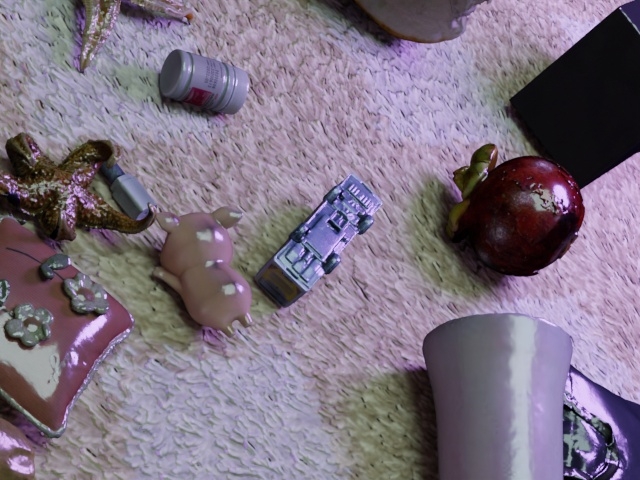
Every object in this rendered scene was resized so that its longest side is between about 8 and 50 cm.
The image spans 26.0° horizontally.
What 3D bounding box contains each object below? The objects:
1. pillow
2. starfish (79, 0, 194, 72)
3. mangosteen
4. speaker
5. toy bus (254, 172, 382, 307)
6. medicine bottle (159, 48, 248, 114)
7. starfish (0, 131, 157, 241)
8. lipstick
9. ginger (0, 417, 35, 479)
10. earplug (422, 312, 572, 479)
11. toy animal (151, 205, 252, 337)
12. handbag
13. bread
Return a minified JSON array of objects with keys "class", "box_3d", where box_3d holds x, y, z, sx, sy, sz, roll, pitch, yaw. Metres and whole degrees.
[{"class":"pillow","box_3d":[-0.271,0.075,1.300,0.171,0.075,0.179,38,43,-8]},{"class":"starfish","box_3d":[-0.233,-0.297,1.640,0.138,0.050,0.247,52,44,3]},{"class":"mangosteen","box_3d":[0.244,-0.040,1.775,0.180,0.166,0.166,29,38,18]},{"class":"speaker","box_3d":[0.451,-0.224,2.023,0.184,0.232,0.254,54,37,6]},{"class":"toy bus","box_3d":[0.000,0.000,1.586,0.064,0.075,0.190,44,42,-2]},{"class":"medicine bottle","box_3d":[-0.136,-0.185,1.626,0.091,0.058,0.058,13,52,-33]},{"class":"starfish","box_3d":[-0.267,-0.051,1.397,0.190,0.074,0.146,5,50,-39]},{"class":"lipstick","box_3d":[-0.219,-0.068,1.493,0.107,0.025,0.025,50,41,12]},{"class":"ginger","box_3d":[-0.328,0.156,1.196,0.190,0.069,0.095,45,46,-5]},{"class":"earplug","box_3d":[0.193,0.248,1.511,0.172,0.172,0.301,22,54,-26]},{"class":"toy animal","box_3d":[-0.116,0.030,1.461,0.083,0.089,0.150,-18,81,-50]},{"class":"handbag","box_3d":[0.327,0.266,1.652,0.211,0.088,0.254,29,48,-23]},{"class":"bread","box_3d":[0.127,-0.425,1.906,0.250,0.225,0.279,35,41,-21]}]
